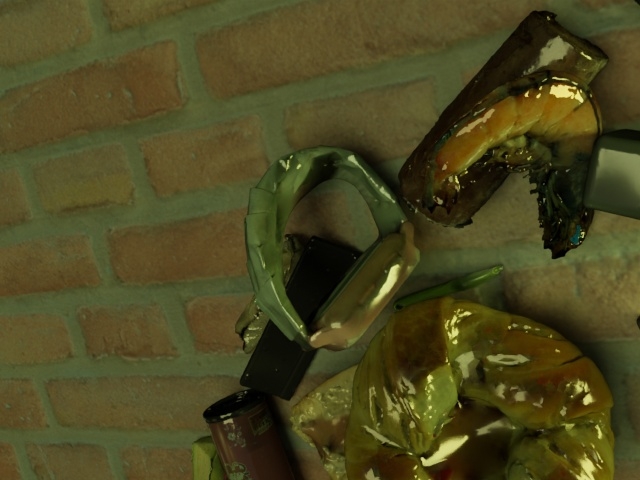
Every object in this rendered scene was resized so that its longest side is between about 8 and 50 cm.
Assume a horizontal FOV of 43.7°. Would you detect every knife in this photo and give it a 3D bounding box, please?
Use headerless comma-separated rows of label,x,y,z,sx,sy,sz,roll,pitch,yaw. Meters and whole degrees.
knife,0.177,0.070,1.137,0.184,0.026,0.022,-25,89,36

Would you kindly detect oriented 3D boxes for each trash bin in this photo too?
trash bin,0.425,-0.061,0.867,0.236,0.177,0.101,15,109,28

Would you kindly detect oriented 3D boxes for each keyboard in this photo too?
keyboard,-0.029,0.131,1.254,0.101,0.018,0.309,20,119,-11

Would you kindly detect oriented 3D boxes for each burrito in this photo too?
burrito,-0.079,0.088,1.271,0.063,0.058,0.229,33,121,12

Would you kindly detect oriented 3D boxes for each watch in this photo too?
watch,0.000,0.000,1.097,0.241,0.253,0.162,40,164,-1

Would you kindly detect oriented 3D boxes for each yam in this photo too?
yam,0.217,-0.148,0.989,0.131,0.131,0.279,44,119,11

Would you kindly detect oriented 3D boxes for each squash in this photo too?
squash,-0.184,0.459,1.432,0.090,0.075,0.200,-15,98,40

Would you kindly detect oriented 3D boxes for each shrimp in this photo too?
shrimp,0.230,-0.062,0.944,0.222,0.054,0.290,-23,132,1

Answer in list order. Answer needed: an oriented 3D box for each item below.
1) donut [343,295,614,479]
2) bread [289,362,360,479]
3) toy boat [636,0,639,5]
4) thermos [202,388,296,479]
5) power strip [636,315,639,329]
donut,0.198,0.246,1.031,0.361,0.170,0.360,-1,80,7
bread,0.078,0.283,1.230,0.211,0.224,0.183,-35,78,-9
toy boat,0.392,-0.258,0.773,0.141,0.092,0.319,-37,41,18
thermos,-0.104,0.429,1.351,0.136,0.109,0.330,-19,96,7
power strip,0.486,0.160,0.878,0.257,0.092,0.251,48,166,12
